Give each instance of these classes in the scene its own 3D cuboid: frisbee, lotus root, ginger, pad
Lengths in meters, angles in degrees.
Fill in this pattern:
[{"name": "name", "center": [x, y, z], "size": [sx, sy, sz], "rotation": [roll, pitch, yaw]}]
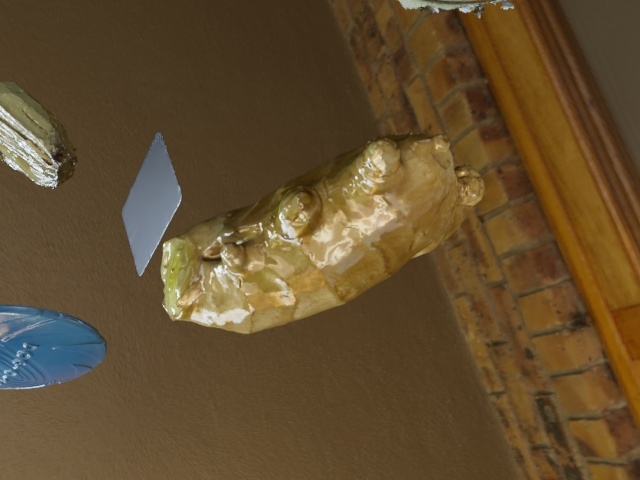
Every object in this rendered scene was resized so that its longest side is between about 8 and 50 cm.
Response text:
[{"name": "frisbee", "center": [-0.402, 0.153, 0.869], "size": [0.242, 0.242, 0.045], "rotation": [-1, -124, -16]}, {"name": "lotus root", "center": [-0.403, -0.145, 0.969], "size": [0.144, 0.143, 0.070], "rotation": [37, -126, 11]}, {"name": "ginger", "center": [0.007, -0.005, 0.373], "size": [0.205, 0.115, 0.081], "rotation": [-23, -81, -10]}, {"name": "pad", "center": [-0.208, -0.044, 0.819], "size": [0.003, 0.157, 0.112], "rotation": [1, -128, -37]}]

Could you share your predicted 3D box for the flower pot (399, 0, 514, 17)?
[{"name": "flower pot", "center": [0.125, -0.375, 0.550], "size": [0.290, 0.259, 0.290], "rotation": [-10, -113, 24]}]
